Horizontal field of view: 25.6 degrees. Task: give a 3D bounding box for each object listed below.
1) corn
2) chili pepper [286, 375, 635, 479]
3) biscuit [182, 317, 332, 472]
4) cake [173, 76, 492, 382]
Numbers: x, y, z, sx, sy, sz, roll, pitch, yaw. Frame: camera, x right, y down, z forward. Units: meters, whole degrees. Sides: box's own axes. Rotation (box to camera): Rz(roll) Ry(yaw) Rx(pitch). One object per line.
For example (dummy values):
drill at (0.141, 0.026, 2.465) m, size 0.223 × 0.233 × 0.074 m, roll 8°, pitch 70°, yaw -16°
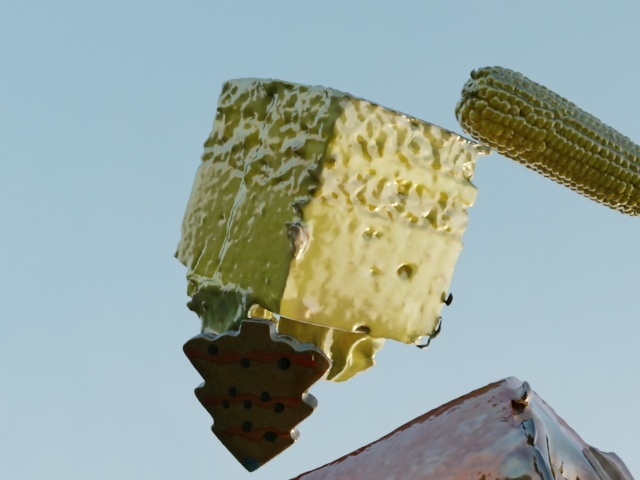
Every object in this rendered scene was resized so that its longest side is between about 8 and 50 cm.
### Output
corn at (0.269, -0.107, 1.552) m, size 0.260 × 0.091 × 0.091 m, roll 27°, pitch -62°, yaw -3°
chili pepper at (0.052, 0.235, 0.840) m, size 0.305 × 0.229 × 0.251 m, roll -22°, pitch -109°, yaw 14°
biscuit at (-0.050, 0.123, 1.104) m, size 0.119 × 0.019 × 0.130 m, roll 4°, pitch -73°, yaw 14°
cake at (0.000, 0.000, 1.425) m, size 0.227 × 0.286 × 0.222 m, roll 17°, pitch 0°, yaw -36°
